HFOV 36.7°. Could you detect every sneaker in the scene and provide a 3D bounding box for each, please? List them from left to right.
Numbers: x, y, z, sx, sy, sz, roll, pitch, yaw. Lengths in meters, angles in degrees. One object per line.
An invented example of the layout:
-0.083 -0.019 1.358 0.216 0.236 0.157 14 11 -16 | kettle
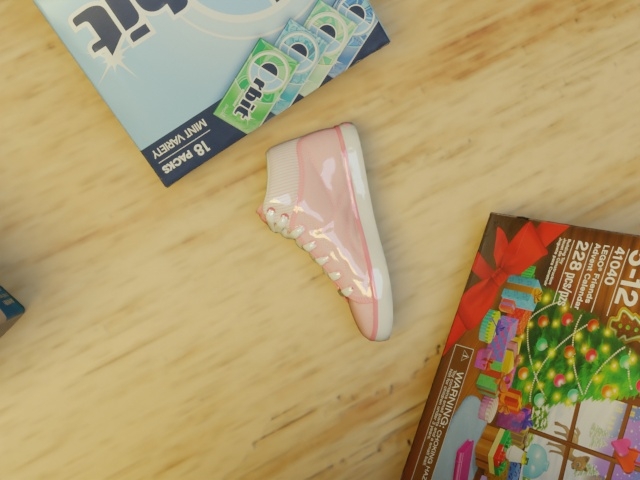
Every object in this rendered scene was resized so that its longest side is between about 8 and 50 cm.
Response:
0.000 0.000 0.582 0.070 0.051 0.134 -12 89 -8 | sneaker

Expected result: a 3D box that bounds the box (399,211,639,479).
0.136 0.139 0.523 0.057 0.201 0.293 24 82 -40 | box

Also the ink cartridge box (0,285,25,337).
-0.271 -0.011 0.493 0.231 0.134 0.078 44 84 -6 | ink cartridge box

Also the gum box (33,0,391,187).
-0.074 -0.148 0.538 0.157 0.041 0.184 -33 111 1 | gum box
